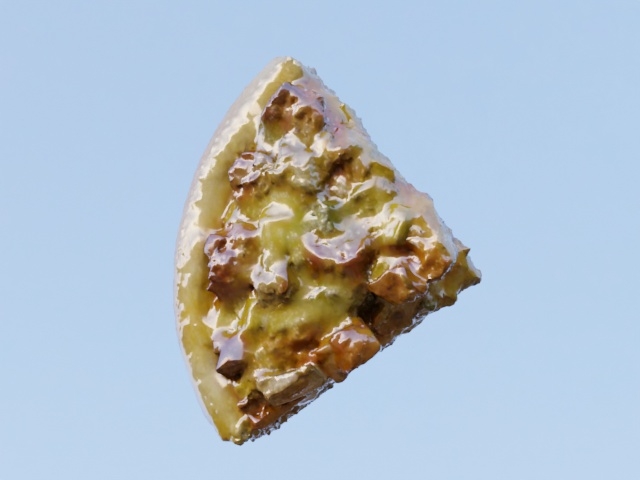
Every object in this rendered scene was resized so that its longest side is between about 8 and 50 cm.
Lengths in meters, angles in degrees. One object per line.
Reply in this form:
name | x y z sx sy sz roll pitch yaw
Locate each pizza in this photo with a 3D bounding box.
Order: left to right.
pizza | -0.001 0.000 0.755 0.134 0.175 0.046 -4 -12 13
